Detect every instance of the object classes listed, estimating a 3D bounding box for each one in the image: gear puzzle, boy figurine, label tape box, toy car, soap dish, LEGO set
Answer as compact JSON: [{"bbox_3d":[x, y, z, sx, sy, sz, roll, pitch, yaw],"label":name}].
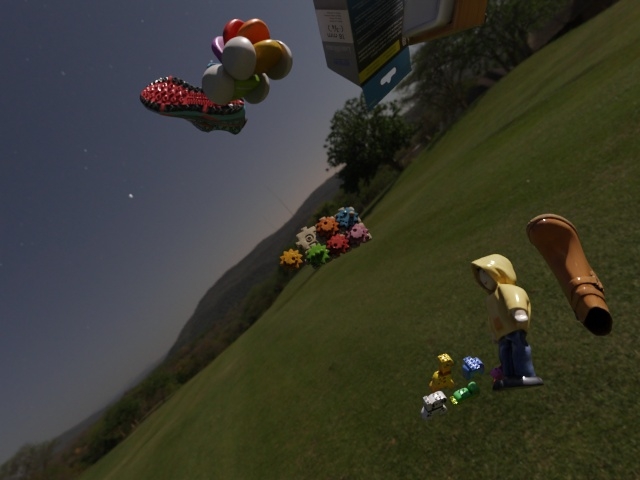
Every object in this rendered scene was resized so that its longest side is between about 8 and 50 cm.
[{"bbox_3d":[0.000,0.000,1.533,0.338,0.176,0.044,-28,-27,-3],"label":"gear puzzle"},{"bbox_3d":[0.384,0.160,0.889,0.092,0.285,0.177,-6,-21,3],"label":"boy figurine"},{"bbox_3d":[0.110,-0.527,1.049,0.241,0.105,0.334,-48,-40,-29],"label":"label tape box"},{"bbox_3d":[-0.161,-0.362,0.861,0.182,0.136,0.159,-32,-3,39],"label":"toy car"},{"bbox_3d":[0.284,-0.596,0.940,0.229,0.118,0.291,-128,42,-69],"label":"soap dish"},{"bbox_3d":[0.310,0.299,0.951,0.227,0.093,0.087,-18,28,-11],"label":"LEGO set"}]

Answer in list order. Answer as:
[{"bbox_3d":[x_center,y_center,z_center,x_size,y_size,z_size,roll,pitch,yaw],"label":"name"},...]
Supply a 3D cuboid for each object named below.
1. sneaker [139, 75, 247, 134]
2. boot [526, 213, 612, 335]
[{"bbox_3d":[-0.309,-0.309,1.046,0.125,0.261,0.104,90,-167,-65],"label":"sneaker"},{"bbox_3d":[0.613,0.085,1.052,0.109,0.283,0.220,-24,33,28],"label":"boot"}]
